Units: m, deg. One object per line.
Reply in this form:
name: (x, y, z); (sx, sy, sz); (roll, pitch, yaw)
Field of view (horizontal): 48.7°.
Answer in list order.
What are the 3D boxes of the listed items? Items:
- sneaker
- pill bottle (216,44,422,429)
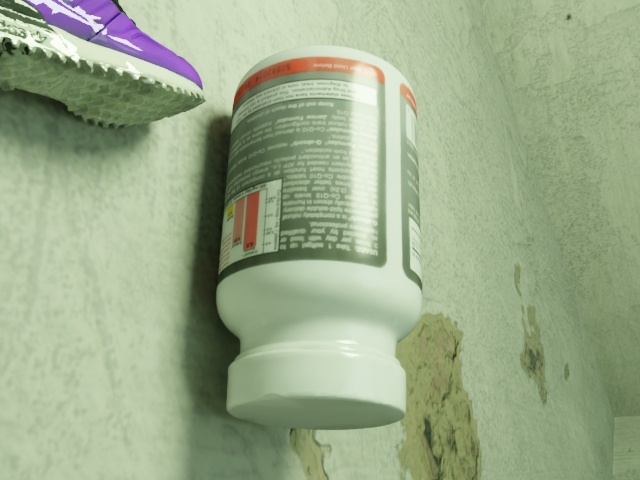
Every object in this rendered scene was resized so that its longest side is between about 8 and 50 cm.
sneaker: (-0.203, -0.188, 0.572); (0.293, 0.102, 0.146); (9, 71, -59)
pill bottle: (0.000, 0.000, 0.742); (0.210, 0.210, 0.363); (34, 51, -50)
